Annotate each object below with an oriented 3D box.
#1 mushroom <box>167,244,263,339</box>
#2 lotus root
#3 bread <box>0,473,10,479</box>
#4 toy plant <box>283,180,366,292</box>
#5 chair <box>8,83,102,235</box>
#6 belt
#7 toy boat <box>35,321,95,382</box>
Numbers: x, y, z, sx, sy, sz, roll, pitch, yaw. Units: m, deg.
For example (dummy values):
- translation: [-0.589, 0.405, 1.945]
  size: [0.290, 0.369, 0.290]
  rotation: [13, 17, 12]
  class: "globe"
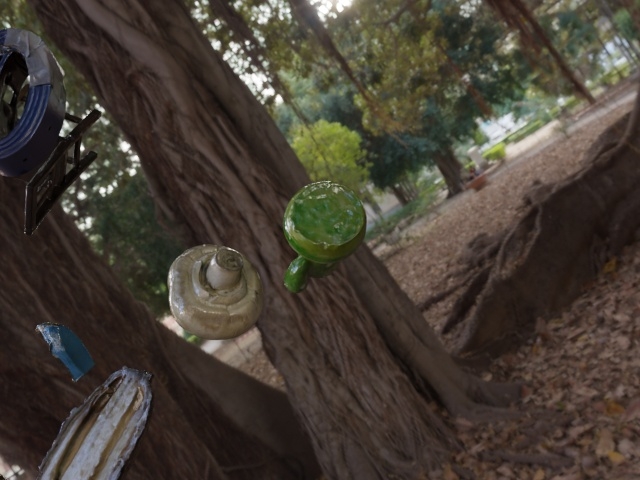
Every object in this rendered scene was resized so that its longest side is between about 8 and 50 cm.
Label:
- translation: [-0.261, 0.113, 1.492]
  size: [0.254, 0.260, 0.234]
  rotation: [-60, -7, -41]
  class: "mushroom"
- translation: [-0.376, 0.373, 1.010]
  size: [0.329, 0.167, 0.078]
  rotation: [-61, -29, -17]
  class: "lotus root"
- translation: [-0.888, 0.701, 1.417]
  size: [0.416, 0.165, 0.113]
  rotation: [-56, 9, 17]
  class: "bread"
- translation: [0.000, 0.000, 1.413]
  size: [0.224, 0.184, 0.316]
  rotation: [-50, -10, -24]
  class: "toy plant"
- translation: [-0.823, -0.238, 1.678]
  size: [0.416, 0.240, 0.203]
  rotation: [-77, 11, -51]
  class: "chair"
- translation: [-0.744, -0.336, 1.447]
  size: [0.212, 0.347, 0.117]
  rotation: [3, -16, -1]
  class: "belt"
- translation: [-0.689, 0.295, 1.600]
  size: [0.077, 0.185, 0.075]
  rotation: [-22, 18, 20]
  class: "toy boat"
